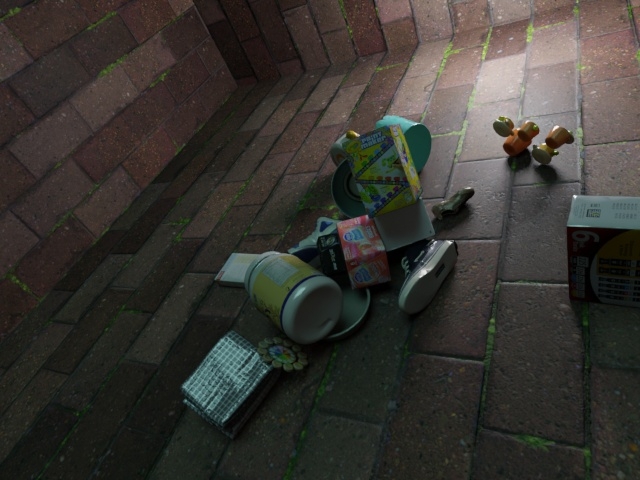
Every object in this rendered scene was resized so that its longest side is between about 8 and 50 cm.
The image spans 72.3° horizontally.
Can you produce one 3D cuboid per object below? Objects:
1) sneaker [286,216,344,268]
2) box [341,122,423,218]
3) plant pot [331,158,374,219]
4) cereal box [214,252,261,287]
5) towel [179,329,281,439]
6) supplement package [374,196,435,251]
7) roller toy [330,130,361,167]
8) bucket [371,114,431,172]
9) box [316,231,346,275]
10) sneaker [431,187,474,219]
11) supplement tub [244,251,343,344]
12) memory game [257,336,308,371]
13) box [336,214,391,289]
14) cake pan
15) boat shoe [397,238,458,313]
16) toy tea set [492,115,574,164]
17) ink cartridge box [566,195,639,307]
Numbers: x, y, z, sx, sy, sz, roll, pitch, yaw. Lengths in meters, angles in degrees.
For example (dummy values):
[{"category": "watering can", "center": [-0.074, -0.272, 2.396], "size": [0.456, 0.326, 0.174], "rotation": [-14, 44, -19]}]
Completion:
[{"category": "sneaker", "center": [0.001, -0.001, 1.905], "size": [0.315, 0.128, 0.182], "rotation": [-26, 33, -8]}, {"category": "box", "center": [0.238, -0.263, 1.602], "size": [0.176, 0.280, 0.290], "rotation": [-18, 8, 22]}, {"category": "plant pot", "center": [0.191, -0.249, 1.965], "size": [0.292, 0.293, 0.196], "rotation": [-24, 11, 5]}, {"category": "cereal box", "center": [-0.350, 0.137, 2.007], "size": [0.239, 0.047, 0.173], "rotation": [1, 46, 33]}, {"category": "towel", "center": [-0.303, 0.471, 1.470], "size": [0.234, 0.121, 0.284], "rotation": [29, 61, 22]}, {"category": "supplement package", "center": [0.317, -0.075, 1.699], "size": [0.194, 0.150, 0.203], "rotation": [-20, 8, 10]}, {"category": "roller toy", "center": [0.157, -0.451, 2.252], "size": [0.146, 0.209, 0.191], "rotation": [-44, 20, -22]}, {"category": "bucket", "center": [0.374, -0.437, 2.053], "size": [0.281, 0.281, 0.183], "rotation": [-42, 41, -18]}, {"category": "box", "center": [0.039, 0.059, 1.701], "size": [0.077, 0.180, 0.148], "rotation": [-13, 82, -5]}, {"category": "sneaker", "center": [0.550, -0.142, 1.782], "size": [0.188, 0.066, 0.071], "rotation": [-29, 54, 8]}, {"category": "supplement tub", "center": [-0.104, 0.188, 1.553], "size": [0.241, 0.241, 0.331], "rotation": [-42, 39, -18]}, {"category": "memory game", "center": [-0.128, 0.388, 1.507], "size": [0.186, 0.186, 0.012], "rotation": [41, 116, 50]}, {"category": "box", "center": [0.158, 0.037, 1.681], "size": [0.153, 0.142, 0.300], "rotation": [-14, 29, 3]}, {"category": "cake pan", "center": [0.051, 0.252, 1.625], "size": [0.292, 0.054, 0.293], "rotation": [-17, 39, 14]}, {"category": "boat shoe", "center": [0.343, 0.119, 1.562], "size": [0.340, 0.127, 0.158], "rotation": [-41, 32, -29]}, {"category": "toy tea set", "center": [0.877, -0.426, 1.785], "size": [0.124, 0.200, 0.336], "rotation": [-44, 39, -7]}, {"category": "ink cartridge box", "center": [0.830, 0.035, 1.188], "size": [0.271, 0.310, 0.130], "rotation": [5, 48, 36]}]
